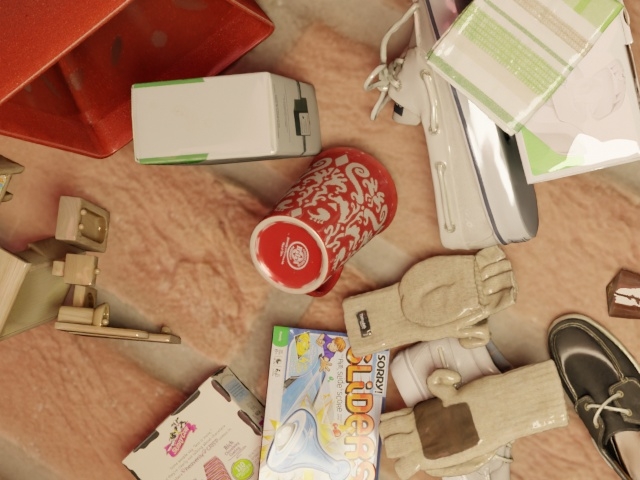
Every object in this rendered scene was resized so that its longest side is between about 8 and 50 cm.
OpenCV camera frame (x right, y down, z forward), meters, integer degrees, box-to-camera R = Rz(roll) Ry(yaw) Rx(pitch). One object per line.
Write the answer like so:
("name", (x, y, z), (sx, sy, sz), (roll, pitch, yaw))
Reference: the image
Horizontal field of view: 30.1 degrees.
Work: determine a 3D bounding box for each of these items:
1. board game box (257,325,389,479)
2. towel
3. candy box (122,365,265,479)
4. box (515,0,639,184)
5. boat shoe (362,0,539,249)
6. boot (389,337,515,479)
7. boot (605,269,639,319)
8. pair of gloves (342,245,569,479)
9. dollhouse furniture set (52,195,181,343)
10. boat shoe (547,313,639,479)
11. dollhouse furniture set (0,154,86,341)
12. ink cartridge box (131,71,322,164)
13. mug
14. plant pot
("board game box", (0.003, 0.204, 1.349), (0.136, 0.035, 0.201), (5, 80, -4))
("towel", (0.184, -0.187, 1.082), (0.113, 0.023, 0.152), (42, 105, 6))
("candy box", (-0.096, 0.288, 1.407), (0.159, 0.071, 0.233), (-43, 87, 12))
("box", (0.242, -0.199, 1.194), (0.127, 0.231, 0.262), (-13, 94, 14))
("boat shoe", (0.117, -0.163, 1.291), (0.156, 0.136, 0.367), (-13, 100, 24))
("boot", (0.188, 0.216, 1.318), (0.123, 0.095, 0.258), (-30, 83, 14))
("boot", (0.372, 0.043, 1.294), (0.114, 0.037, 0.106), (14, 97, 16))
("pair of gloves", (0.142, 0.132, 1.282), (0.204, 0.042, 0.240), (-27, 60, 13))
("dollhouse furniture set", (-0.231, 0.038, 1.387), (0.123, 0.144, 0.151), (5, 83, 8))
("boat shoe", (0.324, 0.185, 1.298), (0.084, 0.079, 0.233), (-30, 88, 16))
("dollhouse furniture set", (-0.429, 0.009, 1.405), (0.242, 0.161, 0.212), (27, 102, 9))
("ink cartridge box", (-0.096, -0.128, 1.292), (0.153, 0.208, 0.087), (-4, 92, 12))
("mug", (0.008, -0.003, 1.290), (0.113, 0.169, 0.150), (-10, 110, 29))
("plant pot", (-0.256, -0.273, 1.299), (0.267, 0.267, 0.235), (-35, 75, 14))
